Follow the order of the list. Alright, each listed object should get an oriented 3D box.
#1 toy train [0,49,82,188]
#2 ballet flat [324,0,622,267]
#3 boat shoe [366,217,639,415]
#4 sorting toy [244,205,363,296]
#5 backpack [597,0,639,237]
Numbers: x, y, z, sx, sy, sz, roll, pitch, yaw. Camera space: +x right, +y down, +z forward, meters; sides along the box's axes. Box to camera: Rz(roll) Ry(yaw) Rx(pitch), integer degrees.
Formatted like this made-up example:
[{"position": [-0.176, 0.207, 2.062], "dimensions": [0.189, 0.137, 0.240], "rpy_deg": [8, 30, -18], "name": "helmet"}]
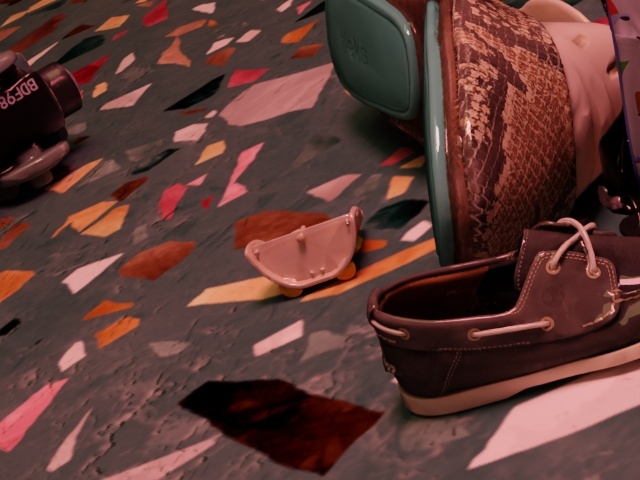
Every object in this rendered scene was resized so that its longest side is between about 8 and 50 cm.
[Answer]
[{"position": [-0.379, -0.065, 1.730], "dimensions": [0.334, 0.142, 0.190], "rpy_deg": [-35, 15, -20], "name": "toy train"}, {"position": [0.123, -0.114, 1.293], "dimensions": [0.182, 0.164, 0.483], "rpy_deg": [-7, 21, -6], "name": "ballet flat"}, {"position": [0.140, 0.027, 1.045], "dimensions": [0.233, 0.079, 0.084], "rpy_deg": [-19, 22, 14], "name": "boat shoe"}, {"position": [0.000, 0.000, 1.301], "dimensions": [0.083, 0.045, 0.075], "rpy_deg": [-19, 17, 19], "name": "sorting toy"}, {"position": [0.268, -0.167, 1.081], "dimensions": [0.213, 0.263, 0.276], "rpy_deg": [-5, 30, 41], "name": "backpack"}]
